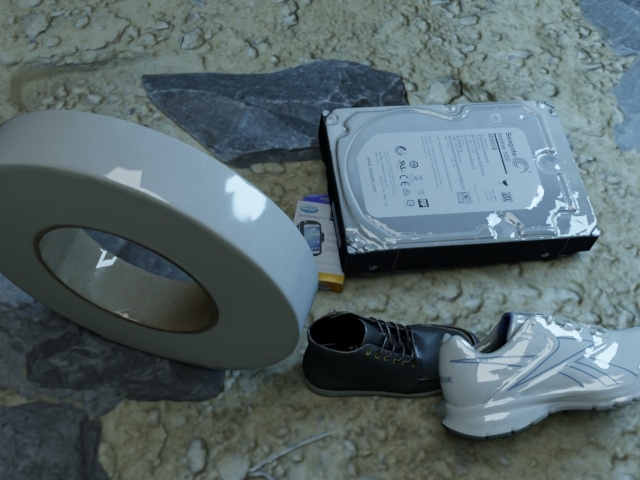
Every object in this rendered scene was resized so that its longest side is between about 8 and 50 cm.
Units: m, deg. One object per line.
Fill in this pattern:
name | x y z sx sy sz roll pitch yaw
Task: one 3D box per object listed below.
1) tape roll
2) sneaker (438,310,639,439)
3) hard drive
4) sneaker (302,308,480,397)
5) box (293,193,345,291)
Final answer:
tape roll | -0.194 0.018 0.918 0.392 0.392 0.072 15 59 8
sneaker | 0.275 0.136 0.989 0.297 0.111 0.129 -13 91 -11
hard drive | 0.180 -0.080 1.156 0.339 0.064 0.236 -3 59 -9
sneaker | 0.090 0.130 1.008 0.222 0.118 0.083 -8 59 -5
box | 0.000 0.000 1.142 0.081 0.028 0.136 9 56 4
